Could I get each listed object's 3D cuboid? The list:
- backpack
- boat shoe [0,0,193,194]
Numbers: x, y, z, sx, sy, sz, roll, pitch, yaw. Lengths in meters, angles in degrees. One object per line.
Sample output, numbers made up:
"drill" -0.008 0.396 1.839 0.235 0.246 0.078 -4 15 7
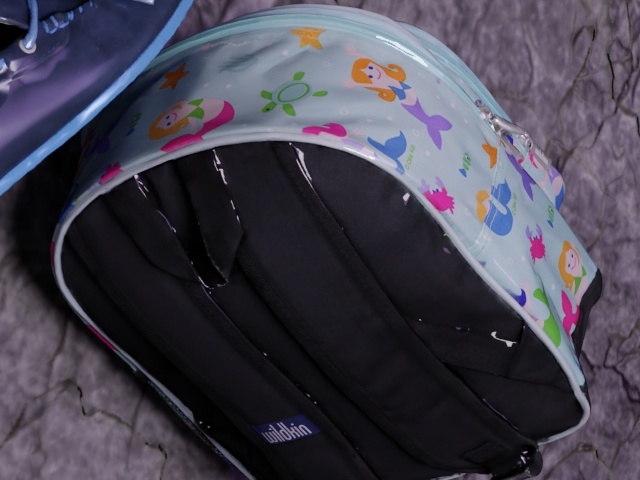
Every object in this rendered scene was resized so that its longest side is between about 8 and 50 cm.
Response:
"backpack" 0.000 0.000 0.981 0.253 0.225 0.191 42 40 -35
"boat shoe" -0.146 -0.088 0.898 0.258 0.109 0.089 -53 124 -34
